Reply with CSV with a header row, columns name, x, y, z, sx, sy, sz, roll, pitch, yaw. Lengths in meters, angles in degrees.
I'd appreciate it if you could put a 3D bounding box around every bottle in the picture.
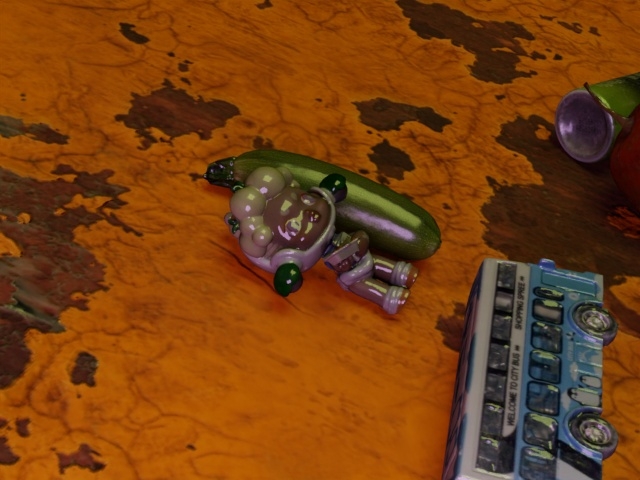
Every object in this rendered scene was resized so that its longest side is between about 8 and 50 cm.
name,x,y,z,sx,sy,sz,roll,pitch,yaw
bottle,0.437,-0.175,1.554,0.330,0.093,0.093,-18,49,-36

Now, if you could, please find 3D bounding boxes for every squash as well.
name,x,y,z,sx,sy,sz,roll,pitch,yaw
squash,0.007,-0.045,1.248,0.252,0.066,0.066,22,37,8

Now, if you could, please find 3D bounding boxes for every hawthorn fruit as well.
name,x,y,z,sx,sy,sz,roll,pitch,yaw
hawthorn fruit,0.384,-0.099,1.369,0.203,0.163,0.163,28,34,-18

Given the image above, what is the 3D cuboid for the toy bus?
name,x,y,z,sx,sy,sz,roll,pitch,yaw
toy bus,0.178,0.141,1.047,0.131,0.106,0.297,13,38,2

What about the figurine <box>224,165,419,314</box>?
name,x,y,z,sx,sy,sz,roll,pitch,yaw
figurine,0.000,-0.001,1.167,0.197,0.093,0.147,22,56,6
